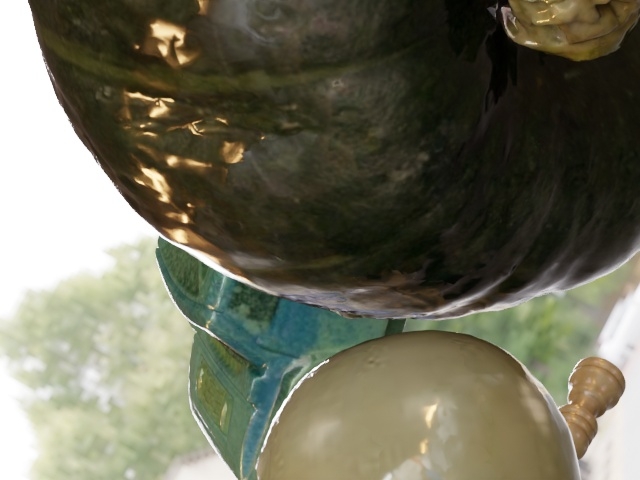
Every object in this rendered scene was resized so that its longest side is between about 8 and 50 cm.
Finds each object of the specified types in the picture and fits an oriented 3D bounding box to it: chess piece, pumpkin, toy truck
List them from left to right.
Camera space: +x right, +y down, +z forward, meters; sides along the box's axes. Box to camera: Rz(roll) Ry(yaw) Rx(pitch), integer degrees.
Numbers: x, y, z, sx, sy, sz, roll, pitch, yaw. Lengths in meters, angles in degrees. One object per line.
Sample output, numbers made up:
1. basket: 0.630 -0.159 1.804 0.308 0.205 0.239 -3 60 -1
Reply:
1. toy truck: 0.000 0.000 1.070 0.155 0.156 0.279 46 121 61
2. pumpkin: 0.046 -0.118 0.621 0.300 0.207 0.300 -13 -65 -30
3. chess piece: 0.043 0.142 0.521 0.133 0.133 0.243 97 166 -66
4. chess piece: 0.153 0.113 1.145 0.092 0.035 0.035 -53 -13 -41
